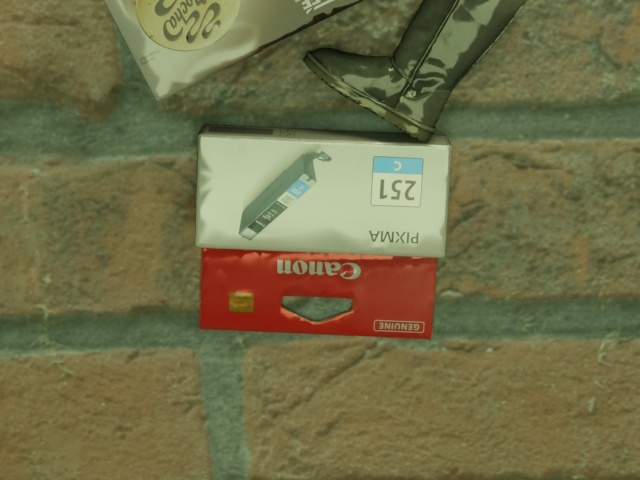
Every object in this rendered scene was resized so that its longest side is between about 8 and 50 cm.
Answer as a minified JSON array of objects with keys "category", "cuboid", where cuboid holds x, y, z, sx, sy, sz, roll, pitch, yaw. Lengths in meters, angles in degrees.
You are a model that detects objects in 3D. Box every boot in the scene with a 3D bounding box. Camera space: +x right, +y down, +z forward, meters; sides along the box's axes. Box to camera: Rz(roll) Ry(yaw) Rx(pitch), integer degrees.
[{"category":"boot","cuboid":[0.107,-0.240,1.683,0.190,0.076,0.208,29,104,-1]}]

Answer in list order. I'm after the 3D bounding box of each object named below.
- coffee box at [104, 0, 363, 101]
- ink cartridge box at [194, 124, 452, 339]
[{"category":"coffee box","cuboid":[-0.082,-0.297,1.639,0.297,0.119,0.168,-24,103,7]},{"category":"ink cartridge box","cuboid":[0.000,0.000,1.762,0.296,0.066,0.261,2,106,-1]}]
